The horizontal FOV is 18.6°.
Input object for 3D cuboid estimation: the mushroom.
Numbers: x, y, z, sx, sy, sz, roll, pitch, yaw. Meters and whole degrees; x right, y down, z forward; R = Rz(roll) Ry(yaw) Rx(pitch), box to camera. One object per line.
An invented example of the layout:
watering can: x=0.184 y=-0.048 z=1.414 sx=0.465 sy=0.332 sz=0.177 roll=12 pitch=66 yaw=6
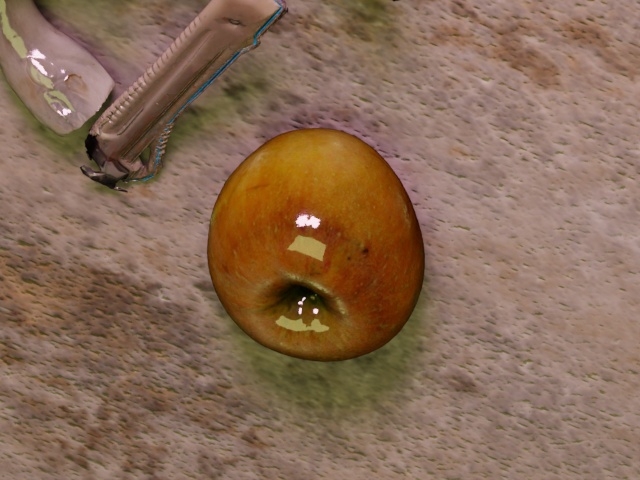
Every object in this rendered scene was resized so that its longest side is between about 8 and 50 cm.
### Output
mushroom: x=-0.300 y=-0.214 z=1.995 sx=0.092 sy=0.081 sz=0.223 roll=-22 pitch=106 yaw=33

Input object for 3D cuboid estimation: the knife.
knife: x=-0.139 y=-0.157 z=1.943 sx=0.089 sy=0.043 sz=0.365 roll=16 pitch=145 yaw=-26

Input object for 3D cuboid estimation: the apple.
apple: x=0.000 y=0.000 z=1.996 sx=0.237 sy=0.207 sz=0.237 roll=7 pitch=130 yaw=9
